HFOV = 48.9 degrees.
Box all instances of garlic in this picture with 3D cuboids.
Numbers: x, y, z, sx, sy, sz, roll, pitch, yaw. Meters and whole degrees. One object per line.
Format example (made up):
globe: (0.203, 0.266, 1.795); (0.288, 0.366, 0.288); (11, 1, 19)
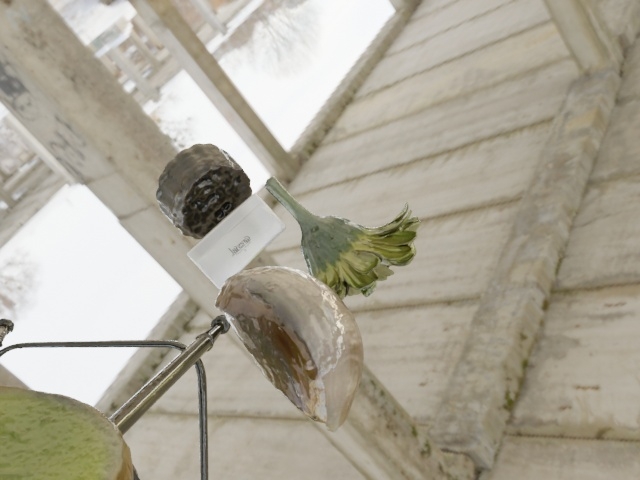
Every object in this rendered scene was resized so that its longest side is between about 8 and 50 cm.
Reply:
garlic: (-0.028, 0.082, 0.686); (0.196, 0.087, 0.101); (41, -67, 26)

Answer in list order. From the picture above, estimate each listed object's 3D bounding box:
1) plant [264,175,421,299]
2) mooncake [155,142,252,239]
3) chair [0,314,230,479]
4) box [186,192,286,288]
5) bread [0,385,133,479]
plant: (0.021, 0.033, 1.315); (0.297, 0.261, 0.306); (36, -109, 28)
mooncake: (-0.278, -0.115, 1.721); (0.228, 0.228, 0.124); (-45, -130, -11)
chair: (-0.322, 0.299, 0.893); (0.365, 0.361, 0.410); (0, -179, 1)
box: (-0.182, -0.007, 1.571); (0.194, 0.111, 0.260); (-42, -172, 0)
bread: (-0.261, 0.203, 0.558); (0.236, 0.236, 0.069); (-115, -147, -66)
